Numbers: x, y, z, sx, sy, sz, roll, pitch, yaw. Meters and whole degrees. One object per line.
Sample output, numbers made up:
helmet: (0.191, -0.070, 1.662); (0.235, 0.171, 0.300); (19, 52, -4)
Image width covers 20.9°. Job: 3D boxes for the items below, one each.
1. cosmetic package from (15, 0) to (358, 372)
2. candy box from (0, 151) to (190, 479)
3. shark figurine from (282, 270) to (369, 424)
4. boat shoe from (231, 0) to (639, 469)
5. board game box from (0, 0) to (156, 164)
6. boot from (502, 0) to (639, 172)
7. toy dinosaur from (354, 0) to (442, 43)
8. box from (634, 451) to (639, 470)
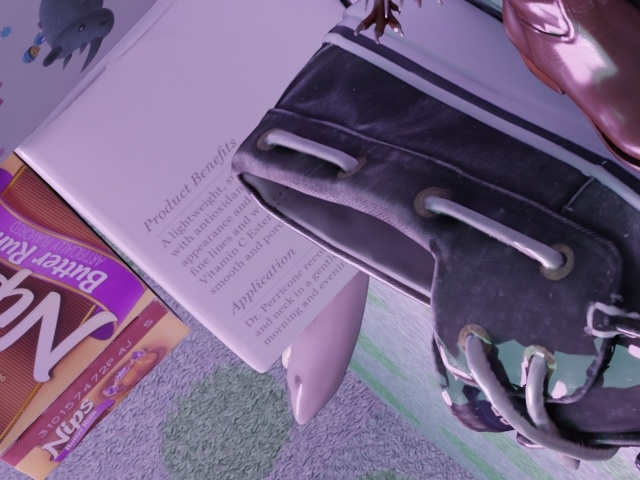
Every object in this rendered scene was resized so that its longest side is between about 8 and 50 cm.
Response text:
cosmetic package: (-0.063, -0.066, 0.842); (0.183, 0.151, 0.151); (48, 174, -37)
candy box: (-0.167, 0.019, 0.878); (0.187, 0.109, 0.053); (43, 176, 29)
shark figurine: (0.000, -0.029, 1.143); (0.116, 0.166, 0.278); (5, 133, 37)
boat shoe: (0.090, 0.021, 0.581); (0.335, 0.119, 0.121); (37, 172, 49)
board game box: (-0.181, -0.109, 0.535); (0.224, 0.303, 0.097); (40, 176, 22)
boot: (0.070, -0.072, 0.472); (0.106, 0.037, 0.114); (35, 166, 42)
toy dinosaur: (0.023, -0.101, 0.559); (0.090, 0.047, 0.082); (51, 162, 32)
box: (0.165, 0.071, 0.625); (0.067, 0.083, 0.018); (40, 173, 17)
